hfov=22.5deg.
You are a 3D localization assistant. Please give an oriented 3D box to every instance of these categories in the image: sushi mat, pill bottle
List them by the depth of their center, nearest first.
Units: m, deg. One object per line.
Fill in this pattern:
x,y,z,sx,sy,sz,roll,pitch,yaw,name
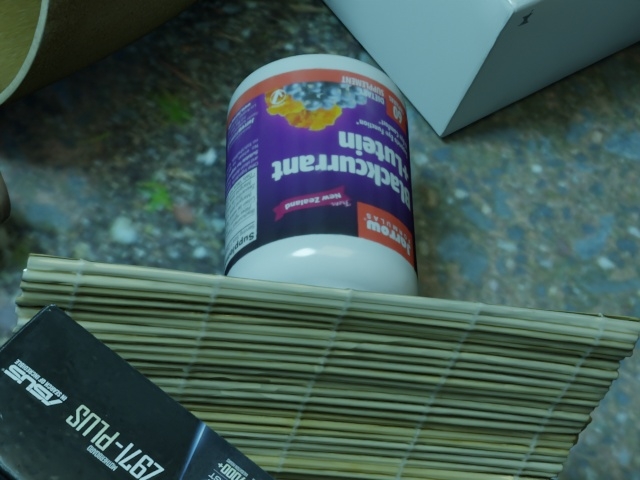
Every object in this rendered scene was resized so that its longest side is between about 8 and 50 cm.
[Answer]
-0.004,0.079,0.821,0.317,0.151,0.019,7,39,-14,sushi mat
0.000,0.000,0.903,0.108,0.108,0.193,8,55,-14,pill bottle

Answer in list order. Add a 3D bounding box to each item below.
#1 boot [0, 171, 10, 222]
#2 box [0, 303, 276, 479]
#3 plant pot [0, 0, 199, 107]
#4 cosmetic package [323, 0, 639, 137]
-0.325,-0.072,0.848,0.220,0.109,0.283,-28,84,-26,boot
-0.105,0.140,0.725,0.147,0.180,0.077,38,52,8,box
-0.133,-0.214,0.952,0.254,0.237,0.237,-21,65,-41,plant pot
0.113,-0.222,1.077,0.224,0.138,0.224,-27,67,-32,cosmetic package
